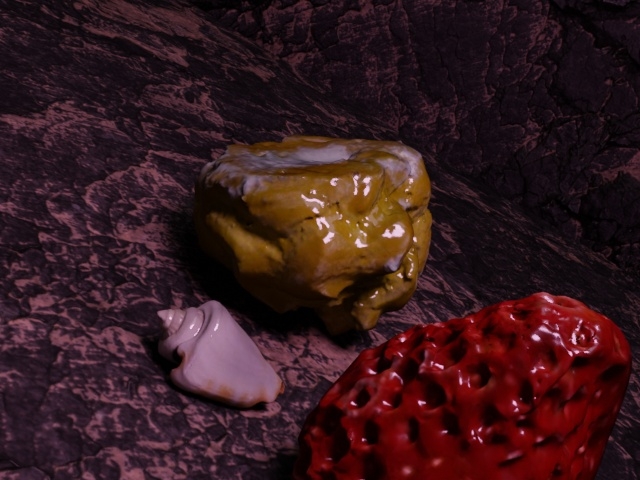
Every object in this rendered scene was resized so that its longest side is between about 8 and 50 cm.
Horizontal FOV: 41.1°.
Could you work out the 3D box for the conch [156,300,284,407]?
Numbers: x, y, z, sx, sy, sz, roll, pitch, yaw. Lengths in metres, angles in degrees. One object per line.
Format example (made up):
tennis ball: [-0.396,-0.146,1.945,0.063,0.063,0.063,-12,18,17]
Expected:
conch: [-0.123,0.141,1.003,0.176,0.094,0.104,53,0,-19]

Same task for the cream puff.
cream puff: [0.000,0.000,1.249,0.378,0.276,0.378,0,19,0]

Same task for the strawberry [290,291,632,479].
strawberry: [0.160,0.184,0.891,0.317,0.345,0.295,22,24,-24]
